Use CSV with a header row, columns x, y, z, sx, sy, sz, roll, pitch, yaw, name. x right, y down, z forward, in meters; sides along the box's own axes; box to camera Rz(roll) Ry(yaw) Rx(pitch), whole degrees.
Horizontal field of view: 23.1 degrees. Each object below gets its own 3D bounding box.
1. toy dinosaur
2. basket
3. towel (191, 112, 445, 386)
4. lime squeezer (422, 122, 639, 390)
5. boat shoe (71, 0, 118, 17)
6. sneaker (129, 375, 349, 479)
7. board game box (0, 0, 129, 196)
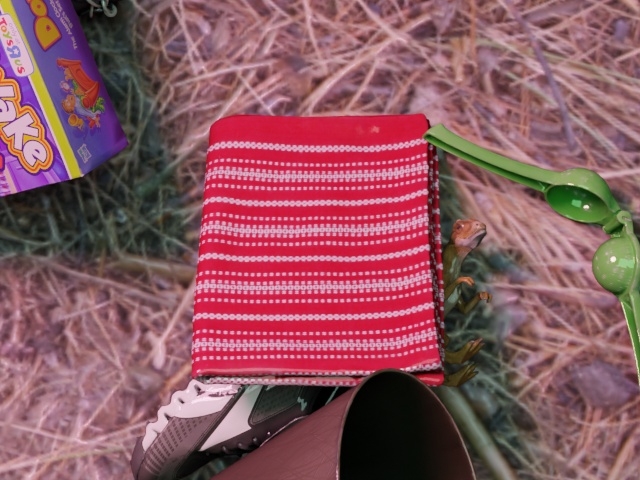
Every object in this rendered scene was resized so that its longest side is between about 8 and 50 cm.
x,y,z,sx,sy,sz,roll,pitch,yaw,name
0.078,0.076,1.315,0.211,0.064,0.112,-46,65,3,toy dinosaur
-0.011,0.227,1.184,0.227,0.154,0.204,-27,57,39,basket
0.000,0.000,1.269,0.199,0.031,0.274,0,50,1,towel
0.221,0.007,1.303,0.110,0.059,0.310,-30,82,-42,lime squeezer
-0.191,-0.227,1.349,0.206,0.075,0.065,-38,79,-11,boat shoe
-0.047,0.141,1.265,0.234,0.078,0.106,-38,65,3,sneaker
-0.323,-0.196,1.224,0.233,0.078,0.347,-13,107,28,board game box
